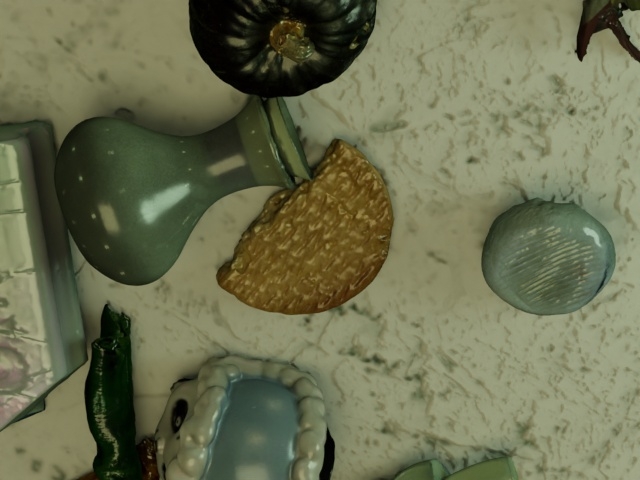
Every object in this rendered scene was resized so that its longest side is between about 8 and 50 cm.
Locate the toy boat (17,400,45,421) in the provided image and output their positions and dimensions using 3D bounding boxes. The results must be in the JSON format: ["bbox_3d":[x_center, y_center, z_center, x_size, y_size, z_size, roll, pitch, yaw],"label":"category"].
[{"bbox_3d":[-0.436,0.195,2.026,0.228,0.046,0.080,-7,110,9],"label":"toy boat"}]

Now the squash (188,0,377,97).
[{"bbox_3d":[-0.039,-0.232,1.715,0.193,0.156,0.193,13,139,12],"label":"squash"}]

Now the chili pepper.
[{"bbox_3d":[-0.236,0.185,1.965,0.061,0.098,0.224,-4,106,7],"label":"chili pepper"}]

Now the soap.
[{"bbox_3d":[-0.378,0.052,1.889,0.208,0.115,0.347,-3,107,10],"label":"soap"}]

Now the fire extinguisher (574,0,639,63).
[{"bbox_3d":[0.400,-0.253,1.681,0.337,0.106,0.147,-15,137,15],"label":"fire extinguisher"}]

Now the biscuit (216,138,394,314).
[{"bbox_3d":[0.000,-0.001,1.881,0.144,0.033,0.224,35,114,-11],"label":"biscuit"}]

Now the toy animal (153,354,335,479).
[{"bbox_3d":[-0.089,0.248,1.943,0.204,0.156,0.208,11,112,-2],"label":"toy animal"}]

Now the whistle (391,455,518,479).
[{"bbox_3d":[0.115,0.308,1.976,0.244,0.110,0.092,-26,141,18],"label":"whistle"}]

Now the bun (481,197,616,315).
[{"bbox_3d":[0.241,0.012,1.830,0.140,0.083,0.141,3,125,5],"label":"bun"}]

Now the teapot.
[{"bbox_3d":[-0.142,-0.067,1.803,0.250,0.183,0.183,-21,111,5],"label":"teapot"}]

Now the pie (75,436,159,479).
[{"bbox_3d":[-0.254,0.306,2.060,0.191,0.033,0.088,-29,112,19],"label":"pie"}]
